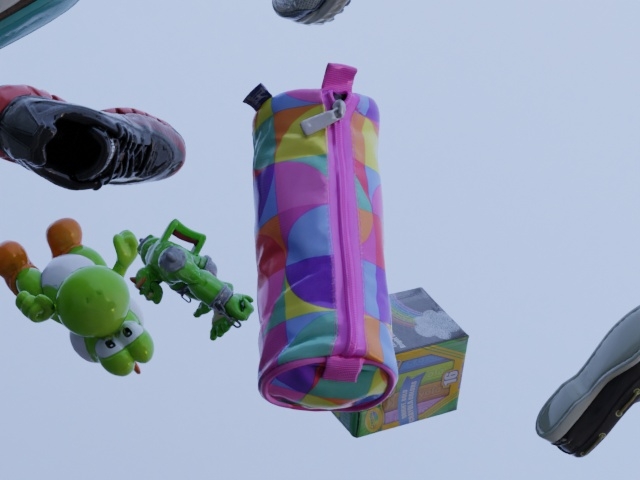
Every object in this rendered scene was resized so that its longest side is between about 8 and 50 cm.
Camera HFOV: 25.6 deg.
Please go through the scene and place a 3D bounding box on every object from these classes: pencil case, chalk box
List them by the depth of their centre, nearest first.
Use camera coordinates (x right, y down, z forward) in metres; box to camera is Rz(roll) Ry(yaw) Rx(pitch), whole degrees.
[{"bbox_3d":[0.000,0.000,0.982,0.104,0.236,0.104,-3,-26,-1],"label":"pencil case"},{"bbox_3d":[0.069,0.166,1.879,0.132,0.213,0.132,48,-39,48],"label":"chalk box"}]

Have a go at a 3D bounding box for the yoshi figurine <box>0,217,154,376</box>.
[{"bbox_3d":[-0.375,0.069,2.185,0.362,0.203,0.204,37,-78,46],"label":"yoshi figurine"}]

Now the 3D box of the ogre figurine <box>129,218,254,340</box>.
[{"bbox_3d":[-0.152,0.042,1.626,0.118,0.197,0.097,42,-79,-20],"label":"ogre figurine"}]

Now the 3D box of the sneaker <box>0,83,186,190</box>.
[{"bbox_3d":[-0.250,-0.103,1.608,0.135,0.276,0.098,29,-77,43],"label":"sneaker"}]

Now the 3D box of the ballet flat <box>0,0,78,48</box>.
[{"bbox_3d":[-0.430,-0.200,1.429,0.139,0.400,0.139,55,-3,5],"label":"ballet flat"}]

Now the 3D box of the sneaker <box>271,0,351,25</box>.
[{"bbox_3d":[-0.006,-0.328,1.508,0.122,0.110,0.283,8,-23,-23],"label":"sneaker"}]

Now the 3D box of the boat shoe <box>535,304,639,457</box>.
[{"bbox_3d":[0.349,0.159,1.641,0.068,0.081,0.228,35,-71,-18],"label":"boat shoe"}]
